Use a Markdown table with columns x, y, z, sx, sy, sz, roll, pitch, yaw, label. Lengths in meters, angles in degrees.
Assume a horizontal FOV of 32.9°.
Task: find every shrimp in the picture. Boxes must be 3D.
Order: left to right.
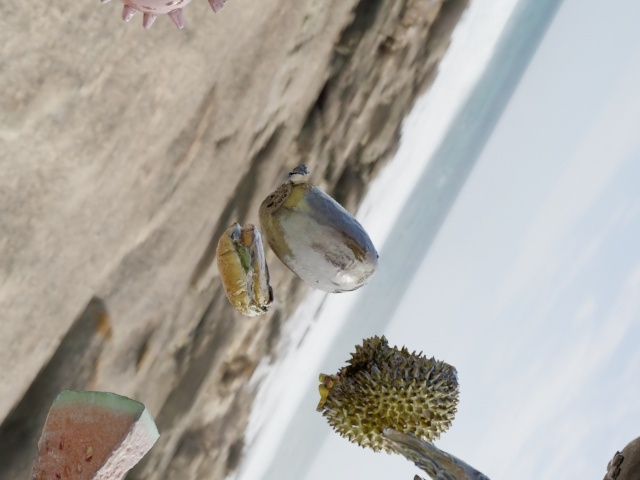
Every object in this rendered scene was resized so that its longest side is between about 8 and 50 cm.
| x | y | z | sx | sy | sz | roll | pitch | yaw | label |
| --- | --- | --- | --- | --- | --- | --- | --- | --- | --- |
| 0.162 | 0.330 | 1.444 | 0.126 | 0.223 | 0.047 | -35 | 154 | -50 | shrimp |

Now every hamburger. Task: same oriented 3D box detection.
| x | y | z | sx | sy | sz | roll | pitch | yaw | label |
| --- | --- | --- | --- | --- | --- | --- | --- | --- | --- |
| -0.143 | 0.042 | 1.885 | 0.102 | 0.087 | 0.176 | 43 | 37 | -73 | hamburger |

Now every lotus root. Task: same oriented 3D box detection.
| x | y | z | sx | sy | sz | roll | pitch | yaw | label |
| --- | --- | --- | --- | --- | --- | --- | --- | --- | --- |
| 0.000 | 0.000 | 1.680 | 0.124 | 0.241 | 0.123 | -25 | -140 | 30 | lotus root |

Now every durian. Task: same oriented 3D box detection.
| x | y | z | sx | sy | sz | roll | pitch | yaw | label |
| --- | --- | --- | --- | --- | --- | --- | --- | --- | --- |
| 0.142 | 0.319 | 2.162 | 0.293 | 0.258 | 0.258 | 9 | 113 | -50 | durian |

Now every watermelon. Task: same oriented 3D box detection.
| x | y | z | sx | sy | sz | roll | pitch | yaw | label |
| --- | --- | --- | --- | --- | --- | --- | --- | --- | --- |
| -0.465 | 0.428 | 2.136 | 0.140 | 0.192 | 0.257 | 77 | 29 | -44 | watermelon |

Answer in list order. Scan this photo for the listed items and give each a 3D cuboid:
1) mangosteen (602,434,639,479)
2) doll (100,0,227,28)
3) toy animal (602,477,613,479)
| x | y | z | sx | sy | sz | roll | pitch | yaw | label |
| --- | --- | --- | --- | --- | --- | --- | --- | --- | --- |
| 0.825 | 0.600 | 2.498 | 0.307 | 0.346 | 0.307 | 25 | 90 | -86 | mangosteen |
| -0.279 | -0.464 | 1.852 | 0.093 | 0.261 | 0.211 | -112 | -140 | -65 | doll |
| 0.501 | 0.607 | 2.169 | 0.312 | 0.097 | 0.157 | -64 | -169 | 0 | toy animal |
